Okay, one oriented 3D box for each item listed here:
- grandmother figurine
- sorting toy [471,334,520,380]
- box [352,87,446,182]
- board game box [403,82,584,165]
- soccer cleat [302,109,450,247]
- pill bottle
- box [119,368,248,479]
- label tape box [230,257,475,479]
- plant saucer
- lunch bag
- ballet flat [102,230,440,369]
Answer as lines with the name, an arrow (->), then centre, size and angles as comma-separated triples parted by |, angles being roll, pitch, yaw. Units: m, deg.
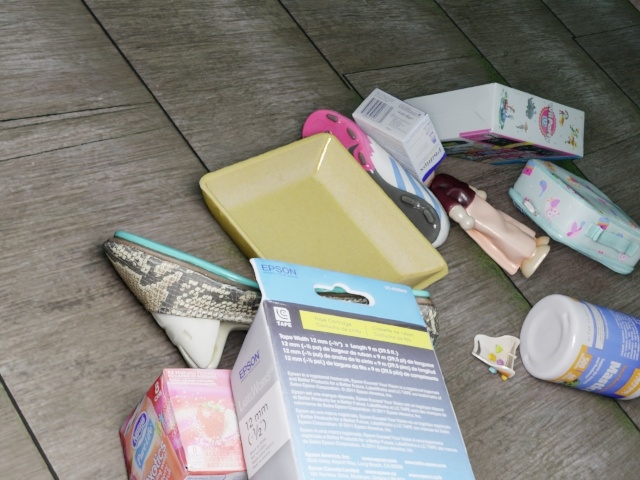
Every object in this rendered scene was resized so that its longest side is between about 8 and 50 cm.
grandmother figurine -> 0.270, -0.062, 1.965 | 0.342, 0.104, 0.208 | 35, 11, 0
sorting toy -> 0.293, 0.193, 1.772 | 0.075, 0.045, 0.083 | 27, 40, -3
box -> 0.143, -0.188, 1.871 | 0.126, 0.072, 0.137 | 33, -13, 34
board game box -> 0.336, -0.218, 2.025 | 0.303, 0.224, 0.097 | 5, 85, -44
soccer cleat -> 0.099, -0.103, 1.874 | 0.331, 0.116, 0.143 | 46, 15, 14
pill bottle -> 0.501, 0.197, 1.839 | 0.272, 0.152, 0.152 | 17, 43, -25
box -> -0.080, 0.260, 1.321 | 0.300, 0.154, 0.142 | 6, 49, -33
label tape box -> 0.030, 0.201, 1.259 | 0.249, 0.115, 0.347 | 12, 44, -31
plant saucer -> 0.000, 0.000, 1.692 | 0.332, 0.081, 0.333 | 49, 42, 14
lunch bag -> 0.514, -0.044, 2.066 | 0.279, 0.108, 0.224 | 20, 24, -36
ballet flat -> -0.076, 0.118, 1.439 | 0.483, 0.164, 0.182 | 12, 84, -5
